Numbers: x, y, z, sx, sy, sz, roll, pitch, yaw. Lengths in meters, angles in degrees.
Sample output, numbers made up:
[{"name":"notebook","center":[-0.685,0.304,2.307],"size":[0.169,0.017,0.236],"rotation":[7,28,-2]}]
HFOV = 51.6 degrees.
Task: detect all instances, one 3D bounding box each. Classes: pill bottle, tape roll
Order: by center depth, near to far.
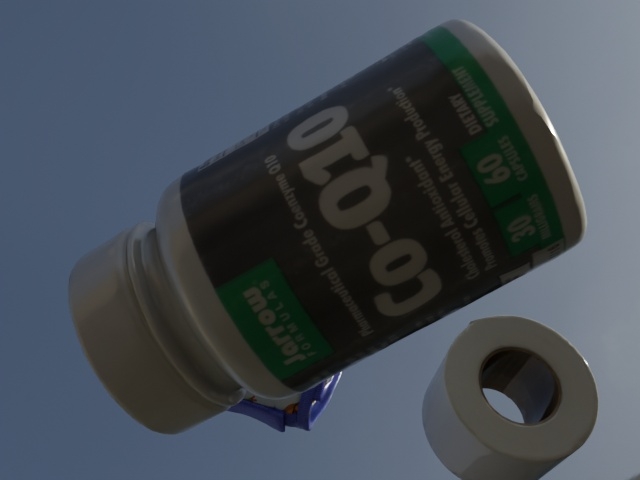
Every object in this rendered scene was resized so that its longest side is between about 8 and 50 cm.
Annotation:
[{"name":"pill bottle","center":[0.000,0.000,0.536],"size":[0.361,0.204,0.204],"rotation":[-30,-64,7]},{"name":"tape roll","center":[0.303,0.268,1.090],"size":[0.246,0.246,0.169],"rotation":[-11,-34,-13]}]

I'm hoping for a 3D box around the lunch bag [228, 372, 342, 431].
[{"name":"lunch bag","center":[-0.105,0.092,0.991],"size":[0.328,0.385,0.238],"rotation":[14,-56,13]}]
